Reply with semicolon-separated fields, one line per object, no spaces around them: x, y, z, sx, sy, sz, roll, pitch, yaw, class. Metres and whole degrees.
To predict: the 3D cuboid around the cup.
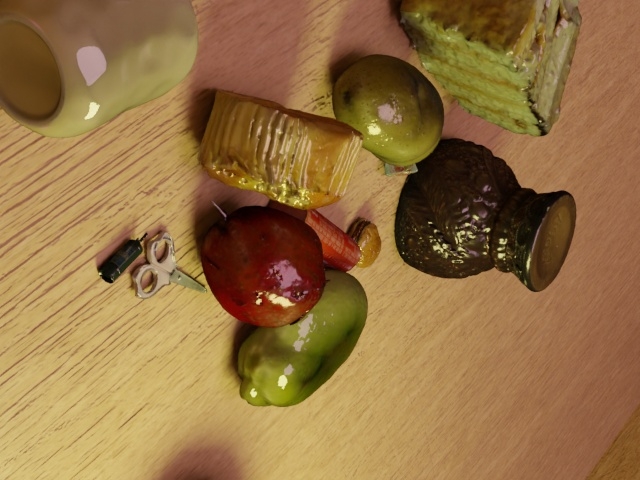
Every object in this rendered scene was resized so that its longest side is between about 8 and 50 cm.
-0.256;-0.253;1.423;0.202;0.173;0.255;-35;136;-47;cup

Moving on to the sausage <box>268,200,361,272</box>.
0.000;0.000;2.106;0.074;0.074;0.274;-65;150;-7;sausage

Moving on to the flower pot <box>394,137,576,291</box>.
0.314;-0.034;2.410;0.266;0.267;0.266;-37;138;-43;flower pot

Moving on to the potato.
0.108;-0.209;2.092;0.248;0.144;0.169;16;56;-56;potato

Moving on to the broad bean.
-0.025;0.161;2.113;0.291;0.119;0.238;-33;143;-45;broad bean

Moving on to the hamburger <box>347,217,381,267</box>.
0.076;0.006;2.267;0.076;0.044;0.083;-54;150;-24;hamburger

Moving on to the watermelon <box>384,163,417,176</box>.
0.149;-0.141;2.276;0.085;0.061;0.085;-40;147;-32;watermelon

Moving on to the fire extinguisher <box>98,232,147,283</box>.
-0.262;0.023;1.741;0.083;0.025;0.038;-50;-177;-30;fire extinguisher

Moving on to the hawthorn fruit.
-0.099;0.021;1.886;0.235;0.181;0.181;45;68;-35;hawthorn fruit

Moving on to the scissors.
-0.207;0.052;1.857;0.189;0.015;0.100;34;76;-61;scissors

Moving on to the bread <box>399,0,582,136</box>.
0.320;-0.376;2.234;0.264;0.239;0.395;-64;153;-9;bread

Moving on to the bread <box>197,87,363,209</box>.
-0.056;-0.125;1.834;0.250;0.179;0.133;4;109;-60;bread
